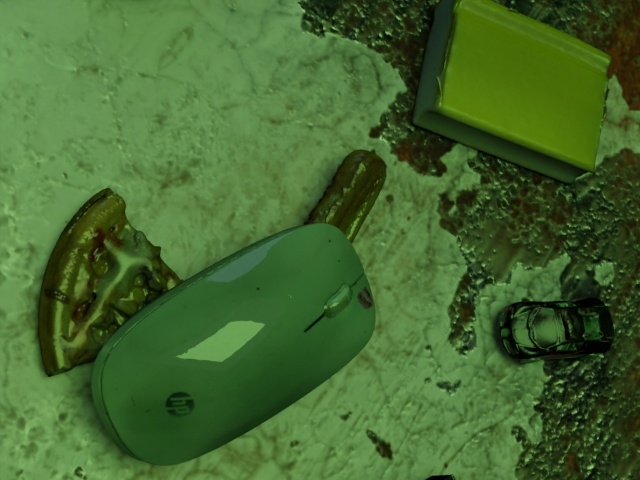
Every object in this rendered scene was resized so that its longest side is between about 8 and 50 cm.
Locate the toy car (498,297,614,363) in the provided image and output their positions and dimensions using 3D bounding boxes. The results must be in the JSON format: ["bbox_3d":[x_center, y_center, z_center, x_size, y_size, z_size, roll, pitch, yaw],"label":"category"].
[{"bbox_3d":[0.264,0.098,1.307,0.142,0.055,0.069,-1,76,-26],"label":"toy car"}]

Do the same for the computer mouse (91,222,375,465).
[{"bbox_3d":[-0.072,0.100,1.097,0.288,0.097,0.159,-26,109,-14],"label":"computer mouse"}]

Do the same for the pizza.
[{"bbox_3d":[-0.183,0.063,1.124,0.176,0.036,0.185,31,68,-16],"label":"pizza"}]

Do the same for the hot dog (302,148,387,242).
[{"bbox_3d":[0.000,0.000,1.214,0.066,0.047,0.216,47,67,-42],"label":"hot dog"}]

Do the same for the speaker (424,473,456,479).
[{"bbox_3d":[0.056,0.317,1.170,0.218,0.044,0.082,-24,89,-27],"label":"speaker"}]

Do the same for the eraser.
[{"bbox_3d":[0.220,-0.175,1.340,0.226,0.069,0.158,18,74,-20],"label":"eraser"}]
